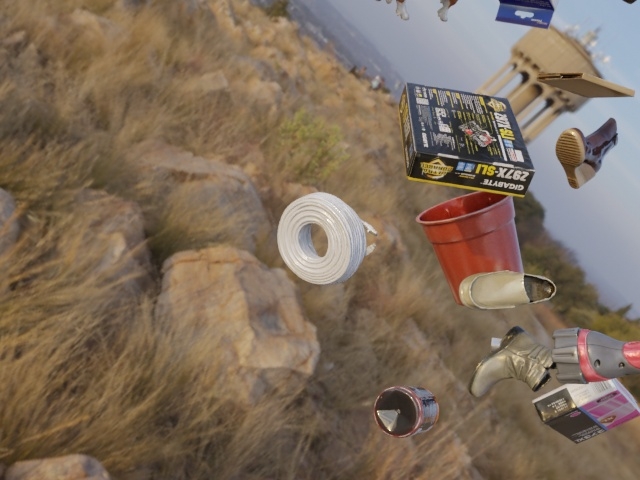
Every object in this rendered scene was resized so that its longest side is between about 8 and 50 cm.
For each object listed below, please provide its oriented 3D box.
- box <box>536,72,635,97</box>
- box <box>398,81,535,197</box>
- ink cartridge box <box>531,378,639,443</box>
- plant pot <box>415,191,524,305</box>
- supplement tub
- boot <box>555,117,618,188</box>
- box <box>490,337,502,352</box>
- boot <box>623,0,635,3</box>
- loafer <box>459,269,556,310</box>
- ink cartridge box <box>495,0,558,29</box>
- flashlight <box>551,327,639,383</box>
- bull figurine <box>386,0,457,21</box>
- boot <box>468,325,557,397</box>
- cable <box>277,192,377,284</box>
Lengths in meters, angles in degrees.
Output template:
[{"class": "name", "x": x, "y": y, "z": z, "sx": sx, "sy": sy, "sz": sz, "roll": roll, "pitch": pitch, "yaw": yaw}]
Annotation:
[{"class": "box", "x": 0.712, "y": -0.416, "z": 1.762, "sx": 0.201, "sy": 0.021, "sz": 0.164, "roll": 9, "pitch": 6, "yaw": -27}, {"class": "box", "x": 0.314, "y": -0.234, "z": 1.466, "sx": 0.257, "sy": 0.079, "sz": 0.321, "roll": 9, "pitch": 39, "yaw": -5}, {"class": "ink cartridge box", "x": 0.642, "y": 0.401, "z": 1.544, "sx": 0.371, "sy": 0.176, "sz": 0.069, "roll": 34, "pitch": 30, "yaw": -50}, {"class": "plant pot", "x": 0.433, "y": 0.024, "z": 1.813, "sx": 0.272, "sy": 0.273, "sz": 0.264, "roll": -62, "pitch": 134, "yaw": -74}, {"class": "supplement tub", "x": 0.192, "y": 0.363, "z": 1.400, "sx": 0.106, "sy": 0.106, "sz": 0.198, "roll": 55, "pitch": 13, "yaw": 24}, {"class": "boot", "x": 0.779, "y": -0.290, "z": 1.898, "sx": 0.090, "sy": 0.207, "sz": 0.248, "roll": 32, "pitch": -16, "yaw": 39}, {"class": "box", "x": 0.732, "y": 0.441, "z": 2.538, "sx": 0.186, "sy": 0.145, "sz": 0.038, "roll": 73, "pitch": 27, "yaw": -53}, {"class": "boot", "x": 0.869, "y": -0.784, "z": 1.964, "sx": 0.197, "sy": 0.077, "sz": 0.137, "roll": 52, "pitch": 48, "yaw": 3}, {"class": "loafer", "x": 0.479, "y": 0.121, "z": 1.664, "sx": 0.092, "sy": 0.269, "sz": 0.101, "roll": 143, "pitch": -59, "yaw": -68}, {"class": "ink cartridge box", "x": 0.529, "y": -0.695, "z": 1.589, "sx": 0.065, "sy": 0.332, "sz": 0.165, "roll": 1, "pitch": 19, "yaw": -45}, {"class": "flashlight", "x": 0.550, "y": 0.185, "z": 1.092, "sx": 0.103, "sy": 0.304, "sz": 0.103, "roll": -28, "pitch": 104, "yaw": -56}, {"class": "bull figurine", "x": 0.258, "y": -0.554, "z": 1.363, "sx": 0.311, "sy": 0.188, "sz": 0.101, "roll": -1, "pitch": 56, "yaw": -21}, {"class": "boot", "x": 0.533, "y": 0.365, "z": 1.802, "sx": 0.161, "sy": 0.246, "sz": 0.083, "roll": 40, "pitch": 1, "yaw": 44}, {"class": "cable", "x": 0.000, "y": 0.000, "z": 1.779, "sx": 0.257, "sy": 0.257, "sz": 0.089, "roll": 45, "pitch": 33, "yaw": 16}]
